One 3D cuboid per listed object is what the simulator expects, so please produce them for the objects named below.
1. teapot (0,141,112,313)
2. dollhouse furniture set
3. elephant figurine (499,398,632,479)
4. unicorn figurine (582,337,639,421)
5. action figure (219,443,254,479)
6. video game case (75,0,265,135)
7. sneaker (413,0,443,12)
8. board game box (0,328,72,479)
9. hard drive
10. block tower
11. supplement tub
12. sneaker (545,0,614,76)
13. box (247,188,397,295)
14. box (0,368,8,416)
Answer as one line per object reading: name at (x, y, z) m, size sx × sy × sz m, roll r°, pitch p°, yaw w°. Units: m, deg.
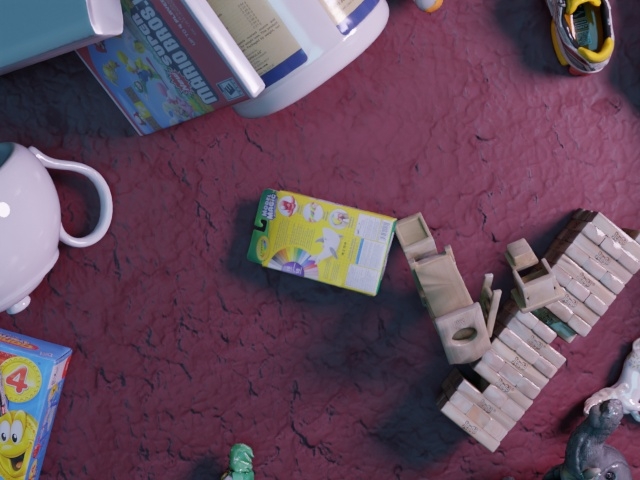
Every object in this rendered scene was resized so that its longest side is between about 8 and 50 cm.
teapot at (-0.414, 0.007, 1.262) m, size 0.256 × 0.252 × 0.187 m, roll -20°, pitch 117°, yaw 17°
dollhouse furniture set at (0.202, 0.041, 1.306) m, size 0.161 × 0.182 × 0.101 m, roll -21°, pitch 136°, yaw 2°
elephant figurine at (0.337, 0.330, 1.297) m, size 0.239 × 0.186 × 0.169 m, roll -40°, pitch 71°, yaw 12°
unicorn figurine at (0.415, 0.201, 1.348) m, size 0.111 × 0.060 × 0.162 m, roll 21°, pitch 79°, yaw 3°
action figure at (-0.132, 0.381, 1.343) m, size 0.063 × 0.137 × 0.232 m, roll 17°, pitch 86°, yaw 11°
video game case at (-0.203, -0.229, 1.193) m, size 0.025 × 0.285 × 0.204 m, roll -47°, pitch 112°, yaw -28°
sneaker at (0.077, -0.403, 1.285) m, size 0.121 × 0.099 × 0.262 m, roll -19°, pitch 87°, yaw 9°
board game box at (-0.518, 0.251, 1.338) m, size 0.308 × 0.086 × 0.302 m, roll 15°, pitch 95°, yaw -1°
hard drive at (-0.368, -0.322, 1.196) m, size 0.353 × 0.047 × 0.233 m, roll -5°, pitch 96°, yaw 44°
block tower at (0.285, 0.106, 1.319) m, size 0.097 × 0.091 × 0.335 m, roll 39°, pitch 93°, yaw -3°
supplement tub at (-0.092, -0.327, 1.188) m, size 0.228 × 0.228 × 0.316 m, roll -36°, pitch 108°, yaw 3°
sneaker at (0.320, -0.321, 1.282) m, size 0.088 × 0.093 × 0.225 m, roll -23°, pitch 94°, yaw 2°
box at (0.000, 0.000, 1.324) m, size 0.179 × 0.043 × 0.105 m, roll 15°, pitch 95°, yaw 9°
box at (-0.468, 0.181, 1.274) m, size 0.137 × 0.027 × 0.094 m, roll -8°, pitch 96°, yaw 1°
